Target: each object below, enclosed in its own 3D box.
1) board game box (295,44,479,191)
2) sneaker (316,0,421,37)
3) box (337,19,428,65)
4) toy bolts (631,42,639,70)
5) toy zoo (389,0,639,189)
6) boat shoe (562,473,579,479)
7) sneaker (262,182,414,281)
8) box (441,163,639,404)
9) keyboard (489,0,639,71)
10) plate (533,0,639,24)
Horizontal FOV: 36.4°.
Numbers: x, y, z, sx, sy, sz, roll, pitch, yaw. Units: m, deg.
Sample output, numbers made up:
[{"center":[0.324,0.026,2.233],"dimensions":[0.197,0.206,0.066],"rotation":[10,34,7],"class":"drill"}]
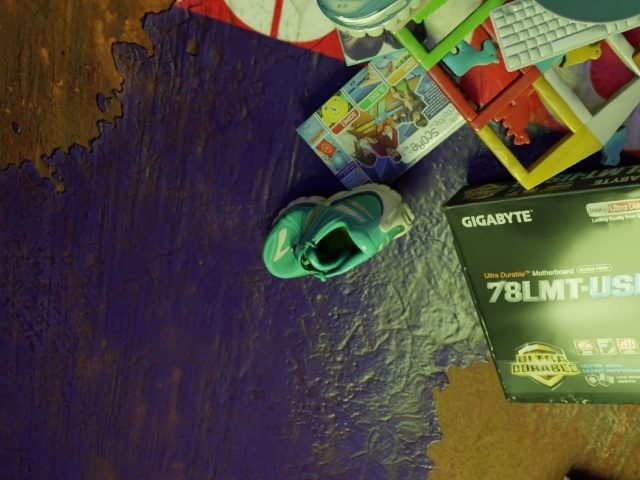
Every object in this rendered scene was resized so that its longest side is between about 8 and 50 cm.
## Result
[{"center":[0.082,-0.153,1.237],"dimensions":[0.201,0.035,0.136],"rotation":[-38,95,33],"class":"board game box"},{"center":[0.122,-0.340,0.982],"dimensions":[0.330,0.147,0.130],"rotation":[-39,74,13],"class":"sneaker"},{"center":[0.046,-0.332,1.117],"dimensions":[0.100,0.060,0.244],"rotation":[-15,101,9],"class":"box"},{"center":[0.450,-0.218,0.958],"dimensions":[0.158,0.228,0.218],"rotation":[40,164,0],"class":"toy bolts"},{"center":[0.239,-0.195,1.093],"dimensions":[0.192,0.030,0.293],"rotation":[-41,98,7],"class":"toy zoo"},{"center":[0.337,0.483,1.391],"dimensions":[0.158,0.127,0.341],"rotation":[33,115,14],"class":"boat shoe"},{"center":[0.000,0.000,1.284],"dimensions":[0.107,0.110,0.275],"rotation":[50,144,-13],"class":"sneaker"},{"center":[0.325,0.060,1.177],"dimensions":[0.295,0.073,0.293],"rotation":[-5,116,37],"class":"box"},{"center":[0.313,-0.258,1.044],"dimensions":[0.256,0.014,0.072],"rotation":[-19,102,10],"class":"keyboard"},{"center":[0.295,-0.310,1.023],"dimensions":[0.188,0.024,0.188],"rotation":[-3,76,14],"class":"plate"}]
